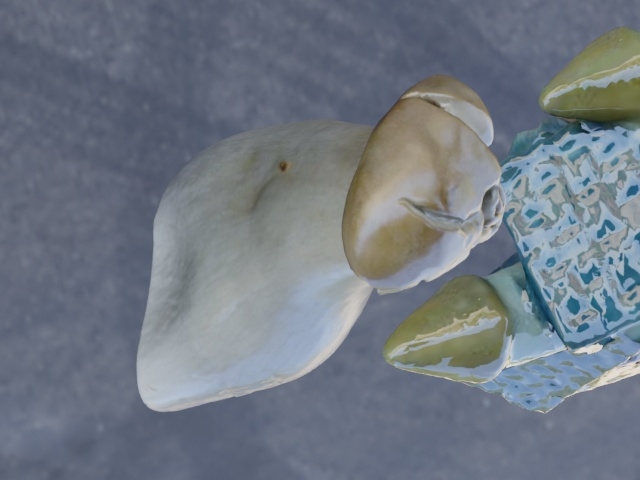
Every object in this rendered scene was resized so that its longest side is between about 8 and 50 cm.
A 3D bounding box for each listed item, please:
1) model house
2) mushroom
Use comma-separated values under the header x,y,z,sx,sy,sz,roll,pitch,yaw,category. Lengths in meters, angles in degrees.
x,y,z,sx,sy,sz,roll,pitch,yaw,category
0.154,-0.015,1.154,0.325,0.194,0.267,-18,166,-30,model house
0.000,0.000,0.778,0.093,0.116,0.225,33,146,-24,mushroom
